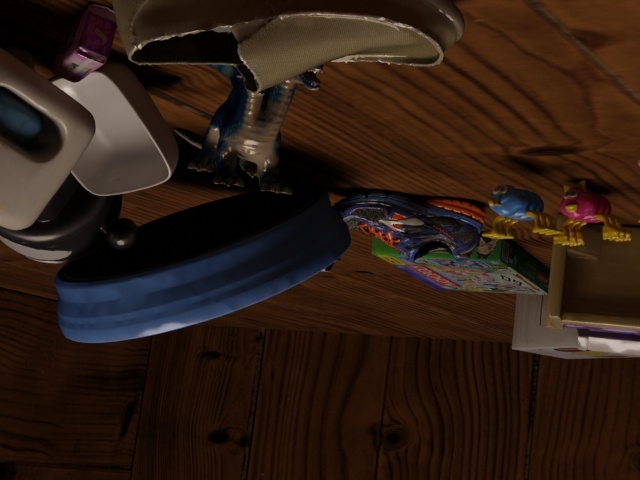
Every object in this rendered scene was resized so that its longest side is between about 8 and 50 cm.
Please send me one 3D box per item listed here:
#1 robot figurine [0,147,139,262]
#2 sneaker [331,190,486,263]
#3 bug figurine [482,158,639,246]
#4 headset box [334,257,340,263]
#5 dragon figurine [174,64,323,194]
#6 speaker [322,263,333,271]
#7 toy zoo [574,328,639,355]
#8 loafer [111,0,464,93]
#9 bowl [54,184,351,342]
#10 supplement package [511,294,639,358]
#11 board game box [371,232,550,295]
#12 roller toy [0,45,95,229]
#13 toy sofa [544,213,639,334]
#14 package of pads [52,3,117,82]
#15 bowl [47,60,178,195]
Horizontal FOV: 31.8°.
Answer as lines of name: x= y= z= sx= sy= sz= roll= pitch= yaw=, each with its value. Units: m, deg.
robot figurine: x=-0.324 y=-0.064 z=1.327 sx=0.173 sy=0.209 sz=0.278 roll=-18 pitch=173 yaw=-9
sneaker: x=0.113 y=-0.016 z=1.536 sx=0.221 sy=0.087 sz=0.083 roll=5 pitch=169 yaw=14
bug figurine: x=0.332 y=-0.044 z=1.272 sx=0.279 sy=0.072 sz=0.216 roll=-6 pitch=170 yaw=36
headset box: x=0.000 y=0.000 z=1.778 sx=0.083 sy=0.062 sz=0.032 roll=9 pitch=170 yaw=-13
dragon figurine: x=-0.067 y=-0.128 z=1.044 sx=0.085 sy=0.144 sz=0.289 roll=9 pitch=-171 yaw=-17
speaker: x=-0.048 y=0.024 z=1.966 sx=0.136 sy=0.055 sz=0.055 roll=3 pitch=169 yaw=24
toy zoo: x=0.484 y=0.091 z=1.632 sx=0.293 sy=0.192 sz=0.030 roll=5 pitch=133 yaw=15
loafer: x=-0.028 y=-0.156 z=0.841 sx=0.268 sy=0.092 sz=0.102 roll=7 pitch=170 yaw=1
bowl: x=-0.156 y=0.018 z=1.452 sx=0.391 sy=0.077 sz=0.391 roll=-16 pitch=-167 yaw=4
supplement package: x=0.467 y=0.135 z=1.990 sx=0.139 sy=0.134 sz=0.244 roll=11 pitch=169 yaw=-22
board game box: x=0.243 y=0.039 z=1.871 sx=0.213 sy=0.046 sz=0.317 roll=1 pitch=168 yaw=26
roller toy: x=-0.311 y=-0.114 z=1.032 sx=0.191 sy=0.146 sz=0.209 roll=34 pitch=176 yaw=6
toy sofa: x=0.496 y=0.064 z=1.535 sx=0.362 sy=0.150 sz=0.177 roll=4 pitch=168 yaw=15
package of pads: x=-0.208 y=-0.173 z=0.992 sx=0.032 sy=0.050 sz=0.083 roll=19 pitch=166 yaw=-25
bowl: x=-0.216 y=-0.120 z=1.149 sx=0.142 sy=0.053 sz=0.142 roll=-10 pitch=124 yaw=38
